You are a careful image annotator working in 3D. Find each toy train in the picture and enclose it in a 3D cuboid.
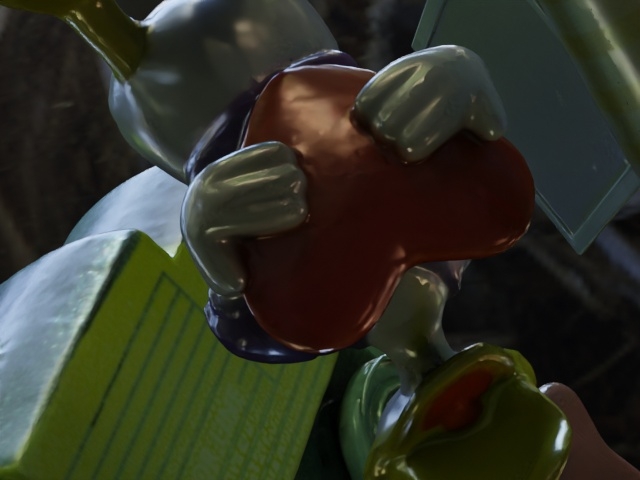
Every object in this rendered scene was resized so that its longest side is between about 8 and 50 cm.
[{"bbox_3d":[-0.080,0.151,1.001,0.272,0.179,0.442,46,-142,-22],"label":"toy train"}]

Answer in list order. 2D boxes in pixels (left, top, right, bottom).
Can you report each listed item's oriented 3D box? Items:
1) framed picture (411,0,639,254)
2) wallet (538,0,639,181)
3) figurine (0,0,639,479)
[{"bbox_3d":[0.137,-0.097,1.299,0.014,0.252,0.197,-36,-99,-12],"label":"framed picture"},{"bbox_3d":[0.159,-0.110,0.765,0.223,0.077,0.309,-49,-64,-37],"label":"wallet"},{"bbox_3d":[-0.001,-0.004,0.816,0.154,0.193,0.421,-36,-85,-13],"label":"figurine"}]
